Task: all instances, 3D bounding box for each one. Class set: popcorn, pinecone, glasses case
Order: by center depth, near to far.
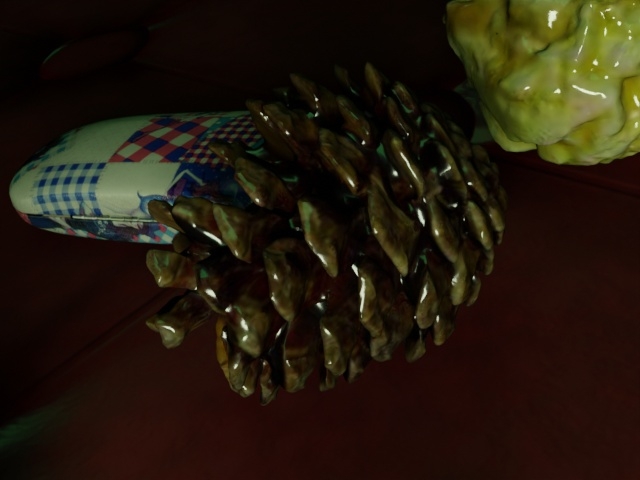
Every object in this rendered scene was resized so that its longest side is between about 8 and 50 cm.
[{"bbox_3d":[0.004,0.001,0.533,0.204,0.184,0.179,-42,45,5],"label":"pinecone"},{"bbox_3d":[0.189,-0.148,0.656,0.167,0.187,0.185,-26,26,-3],"label":"popcorn"},{"bbox_3d":[-0.105,-0.052,0.732,0.327,0.076,0.125,2,39,25],"label":"glasses case"}]
